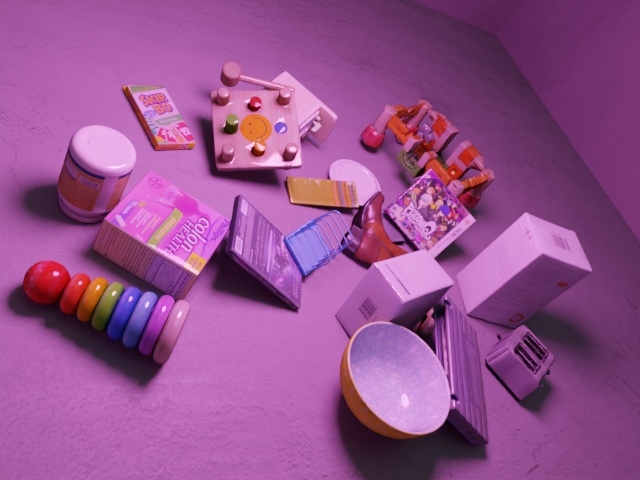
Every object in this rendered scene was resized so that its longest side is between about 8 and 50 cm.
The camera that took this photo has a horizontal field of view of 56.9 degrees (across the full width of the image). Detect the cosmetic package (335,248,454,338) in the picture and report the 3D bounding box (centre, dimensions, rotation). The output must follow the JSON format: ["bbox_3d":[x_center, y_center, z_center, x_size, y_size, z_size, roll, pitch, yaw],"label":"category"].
[{"bbox_3d":[0.198,0.158,1.593,0.224,0.224,0.138,-11,55,-43],"label":"cosmetic package"}]

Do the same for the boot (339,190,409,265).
[{"bbox_3d":[0.227,0.003,1.847,0.280,0.096,0.264,34,47,-6],"label":"boot"}]

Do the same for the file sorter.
[{"bbox_3d":[0.000,0.000,1.648,0.118,0.104,0.170,61,33,-6],"label":"file sorter"}]

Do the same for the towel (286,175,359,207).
[{"bbox_3d":[0.009,-0.154,1.867,0.237,0.021,0.102,2,58,-23],"label":"towel"}]

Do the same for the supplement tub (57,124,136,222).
[{"bbox_3d":[-0.520,-0.149,1.360,0.144,0.200,0.144,21,43,-21],"label":"supplement tub"}]

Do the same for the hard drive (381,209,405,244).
[{"bbox_3d":[0.214,-0.044,1.955,0.094,0.022,0.135,-3,55,-39],"label":"hard drive"}]

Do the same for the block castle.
[{"bbox_3d":[0.389,-0.292,2.180,0.303,0.213,0.453,-21,65,-42],"label":"block castle"}]

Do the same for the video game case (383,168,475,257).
[{"bbox_3d":[0.361,-0.082,1.958,0.232,0.210,0.042,49,-2,-3],"label":"video game case"}]

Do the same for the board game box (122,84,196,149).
[{"bbox_3d":[-0.475,-0.370,1.731,0.124,0.039,0.259,-11,58,-43],"label":"board game box"}]

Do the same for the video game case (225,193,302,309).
[{"bbox_3d":[-0.136,0.032,1.529,0.274,0.026,0.196,46,31,-37],"label":"video game case"}]

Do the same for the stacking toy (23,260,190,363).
[{"bbox_3d":[-0.448,0.134,1.226,0.330,0.141,0.141,23,42,-8],"label":"stacking toy"}]

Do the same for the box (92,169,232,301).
[{"bbox_3d":[-0.371,-0.013,1.411,0.243,0.117,0.214,34,40,-8],"label":"box"}]

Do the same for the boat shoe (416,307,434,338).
[{"bbox_3d":[0.317,0.229,1.759,0.045,0.050,0.135,37,40,-10],"label":"boat shoe"}]

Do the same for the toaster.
[{"bbox_3d":[0.607,0.365,1.806,0.186,0.110,0.168,49,40,12],"label":"toaster"}]

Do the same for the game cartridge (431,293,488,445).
[{"bbox_3d":[0.377,0.349,1.610,0.230,0.068,0.355,52,31,-38],"label":"game cartridge"}]

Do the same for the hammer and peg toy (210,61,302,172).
[{"bbox_3d":[-0.189,-0.379,1.754,0.265,0.127,0.362,-2,73,-12],"label":"hammer and peg toy"}]

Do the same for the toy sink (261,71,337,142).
[{"bbox_3d":[-0.087,-0.404,1.940,0.234,0.153,0.131,42,61,3],"label":"toy sink"}]

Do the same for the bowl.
[{"bbox_3d":[0.153,0.358,1.432,0.289,0.156,0.290,20,45,-21],"label":"bowl"}]

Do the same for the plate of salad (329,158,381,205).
[{"bbox_3d":[0.114,-0.192,1.995,0.199,0.048,0.200,18,48,-21],"label":"plate of salad"}]

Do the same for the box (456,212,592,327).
[{"bbox_3d":[0.638,0.105,1.885,0.215,0.345,0.168,18,44,-24],"label":"box"}]
